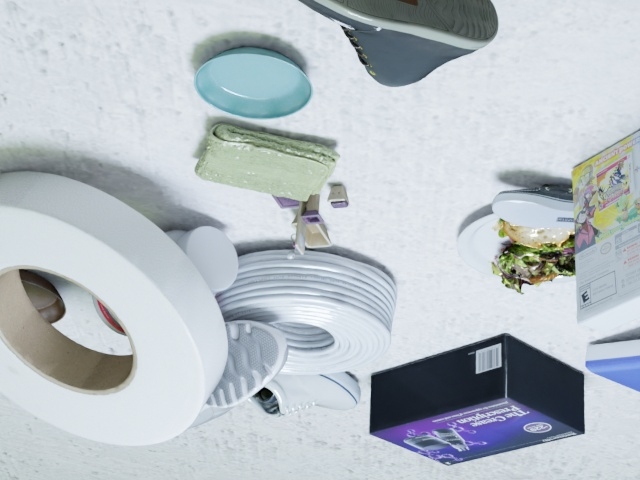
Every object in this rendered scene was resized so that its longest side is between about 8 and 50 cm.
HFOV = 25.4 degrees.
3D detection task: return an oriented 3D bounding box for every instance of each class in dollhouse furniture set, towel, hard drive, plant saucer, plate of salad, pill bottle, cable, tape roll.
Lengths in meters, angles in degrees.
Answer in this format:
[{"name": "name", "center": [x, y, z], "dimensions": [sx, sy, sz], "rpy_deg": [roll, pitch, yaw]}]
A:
[{"name": "dollhouse furniture set", "center": [0.000, 0.000, 1.655], "dimensions": [0.091, 0.081, 0.114], "rpy_deg": [-5, 152, 18]}, {"name": "towel", "center": [-0.059, -0.085, 1.559], "dimensions": [0.148, 0.027, 0.110], "rpy_deg": [10, 153, -13]}, {"name": "hard drive", "center": [0.542, 0.171, 1.888], "dimensions": [0.210, 0.040, 0.319], "rpy_deg": [23, 159, -32]}, {"name": "plant saucer", "center": [-0.426, 0.073, 1.921], "dimensions": [0.168, 0.029, 0.168], "rpy_deg": [3, 154, 2]}, {"name": "plate of salad", "center": [0.261, 0.016, 1.686], "dimensions": [0.200, 0.048, 0.200], "rpy_deg": [3, 153, 1]}, {"name": "plant saucer", "center": [-0.066, -0.160, 1.417], "dimensions": [0.119, 0.021, 0.119], "rpy_deg": [4, 154, 2]}, {"name": "pill bottle", "center": [-0.189, 0.047, 1.747], "dimensions": [0.108, 0.108, 0.180], "rpy_deg": [26, 146, -36]}, {"name": "cable", "center": [-0.030, 0.096, 1.839], "dimensions": [0.257, 0.089, 0.257], "rpy_deg": [22, 148, -31]}, {"name": "tape roll", "center": [-0.298, 0.090, 1.710], "dimensions": [0.392, 0.072, 0.392], "rpy_deg": [16, 136, 17]}]

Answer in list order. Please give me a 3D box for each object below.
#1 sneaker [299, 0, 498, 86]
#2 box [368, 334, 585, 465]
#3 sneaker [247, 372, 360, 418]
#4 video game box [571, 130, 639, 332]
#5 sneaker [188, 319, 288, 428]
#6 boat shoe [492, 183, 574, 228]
[{"name": "sneaker", "center": [0.037, -0.195, 1.266], "dimensions": [0.222, 0.083, 0.118], "rpy_deg": [17, 151, -25]}, {"name": "box", "center": [0.227, 0.238, 2.072], "dimensions": [0.184, 0.103, 0.261], "rpy_deg": [24, 147, -38]}, {"name": "sneaker", "center": [-0.053, 0.220, 2.083], "dimensions": [0.258, 0.091, 0.094], "rpy_deg": [21, 149, -29]}, {"name": "video game box", "center": [0.339, -0.025, 1.442], "dimensions": [0.048, 0.187, 0.205], "rpy_deg": [16, 151, -29]}, {"name": "sneaker", "center": [-0.130, 0.168, 1.827], "dimensions": [0.281, 0.105, 0.115], "rpy_deg": [-31, 170, 41]}, {"name": "boat shoe", "center": [0.260, -0.041, 1.580], "dimensions": [0.142, 0.040, 0.049], "rpy_deg": [7, 147, -5]}]
